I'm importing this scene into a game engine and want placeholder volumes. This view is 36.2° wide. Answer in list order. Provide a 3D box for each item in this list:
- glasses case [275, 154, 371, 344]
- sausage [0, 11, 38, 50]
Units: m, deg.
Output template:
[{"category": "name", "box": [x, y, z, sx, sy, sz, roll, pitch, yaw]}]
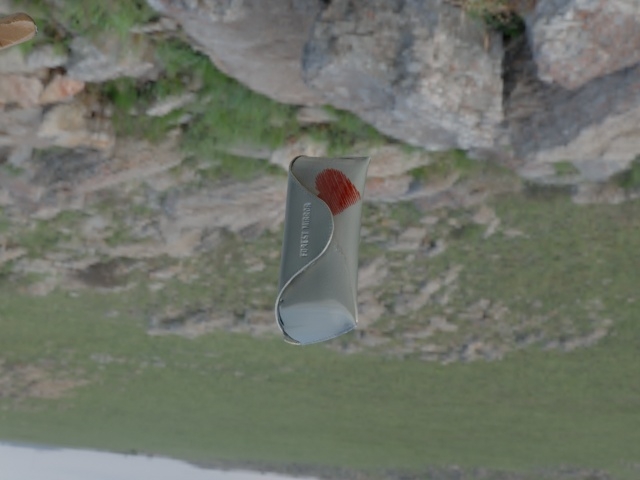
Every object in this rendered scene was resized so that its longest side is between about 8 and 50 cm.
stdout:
[{"category": "glasses case", "box": [0.002, 0.000, 1.486, 0.128, 0.308, 0.083, -8, 158, 33]}, {"category": "sausage", "box": [-0.270, -0.153, 0.760, 0.026, 0.026, 0.116, -4, -158, 35]}]
